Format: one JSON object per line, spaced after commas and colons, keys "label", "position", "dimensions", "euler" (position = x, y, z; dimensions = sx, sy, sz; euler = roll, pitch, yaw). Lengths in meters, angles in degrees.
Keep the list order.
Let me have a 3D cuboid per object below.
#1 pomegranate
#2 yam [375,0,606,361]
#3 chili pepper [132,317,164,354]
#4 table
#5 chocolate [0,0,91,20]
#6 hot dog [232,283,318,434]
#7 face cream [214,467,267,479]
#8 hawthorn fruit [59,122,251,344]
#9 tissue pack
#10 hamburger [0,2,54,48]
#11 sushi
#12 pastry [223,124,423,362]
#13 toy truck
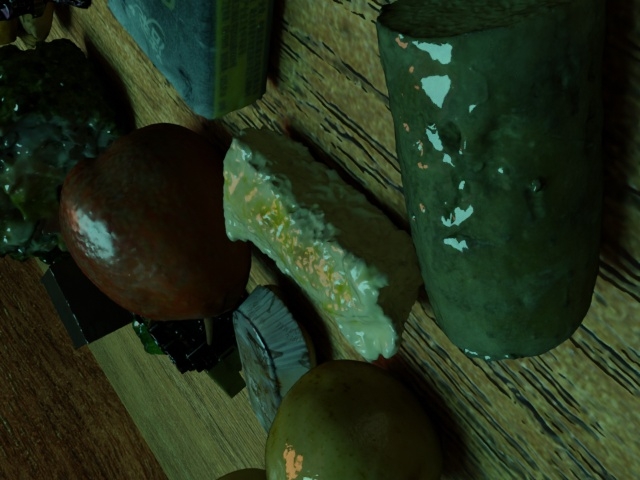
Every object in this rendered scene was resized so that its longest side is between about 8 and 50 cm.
{"label": "pomegranate", "position": [0.037, 0.217, 0.718], "dimensions": [0.196, 0.196, 0.196], "euler": [45, 151, 34]}
{"label": "yam", "position": [0.095, -0.038, 0.403], "dimensions": [0.107, 0.107, 0.194], "euler": [31, 142, 49]}
{"label": "chili pepper", "position": [-0.315, 0.115, 1.410], "dimensions": [0.099, 0.083, 0.253], "euler": [40, 144, 47]}
{"label": "table", "position": [-0.446, 0.104, 1.544], "dimensions": [0.169, 0.172, 0.193], "euler": [63, 152, -1]}
{"label": "chocolate", "position": [-0.384, -0.319, 1.011], "dimensions": [0.072, 0.147, 0.070], "euler": [36, 150, 57]}
{"label": "hot dog", "position": [-0.052, 0.158, 0.942], "dimensions": [0.144, 0.075, 0.268], "euler": [51, 158, 33]}
{"label": "face cream", "position": [-0.116, 0.523, 1.271], "dimensions": [0.179, 0.218, 0.218], "euler": [38, 147, 44]}
{"label": "hawthorn fruit", "position": [-0.171, 0.002, 0.871], "dimensions": [0.262, 0.210, 0.210], "euler": [58, 157, -12]}
{"label": "tissue pack", "position": [-0.108, -0.251, 0.611], "dimensions": [0.185, 0.081, 0.257], "euler": [51, 152, 24]}
{"label": "hamburger", "position": [-0.465, -0.401, 1.093], "dimensions": [0.156, 0.144, 0.283], "euler": [26, 142, 43]}
{"label": "sushi", "position": [-0.442, -0.117, 1.160], "dimensions": [0.178, 0.294, 0.352], "euler": [53, 156, 30]}
{"label": "pastry", "position": [-0.002, -0.005, 0.649], "dimensions": [0.258, 0.089, 0.121], "euler": [37, 150, 41]}
{"label": "toy truck", "position": [-0.184, 0.123, 1.115], "dimensions": [0.257, 0.127, 0.127], "euler": [28, 154, 52]}
